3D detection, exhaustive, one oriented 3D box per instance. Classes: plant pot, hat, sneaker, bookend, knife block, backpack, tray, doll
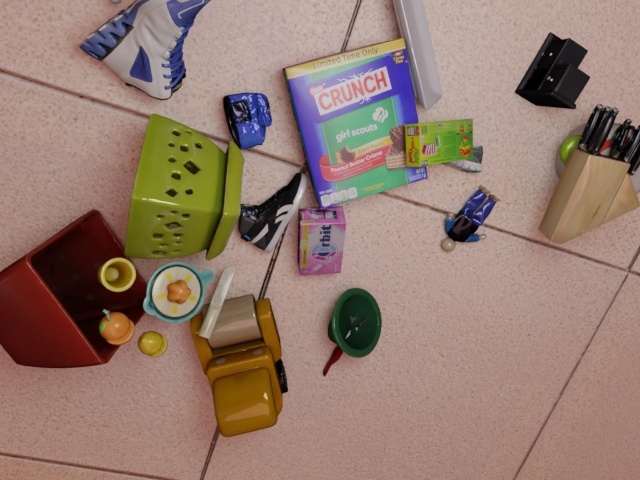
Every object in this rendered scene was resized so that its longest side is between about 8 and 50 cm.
[{"bbox_3d":[-0.585,0.130,1.075,0.235,0.267,0.267,-21,111,13],"label":"plant pot"},{"bbox_3d":[0.043,0.241,1.317,0.173,0.183,0.209,38,58,-25],"label":"hat"},{"bbox_3d":[-0.127,-0.082,1.151,0.121,0.079,0.217,25,105,-16],"label":"sneaker"},{"bbox_3d":[0.330,-0.222,1.189,0.166,0.065,0.076,15,90,-16],"label":"sneaker"},{"bbox_3d":[0.553,-0.392,1.103,0.072,0.157,0.156,24,104,-16],"label":"bookend"},{"bbox_3d":[-0.283,-0.094,1.019,0.207,0.228,0.227,10,146,-19],"label":"plant pot"},{"bbox_3d":[0.602,-0.156,1.092,0.275,0.088,0.242,-29,106,14],"label":"knife block"},{"bbox_3d":[-0.159,-0.268,1.075,0.101,0.098,0.120,-11,109,-8],"label":"backpack"},{"bbox_3d":[-0.316,-0.398,0.973,0.315,0.127,0.182,-15,131,30],"label":"sneaker"},{"bbox_3d":[0.213,-0.434,1.066,0.030,0.145,0.270,-6,114,31],"label":"tray"},{"bbox_3d":[0.387,-0.046,1.256,0.129,0.046,0.189,35,100,-16],"label":"doll"}]

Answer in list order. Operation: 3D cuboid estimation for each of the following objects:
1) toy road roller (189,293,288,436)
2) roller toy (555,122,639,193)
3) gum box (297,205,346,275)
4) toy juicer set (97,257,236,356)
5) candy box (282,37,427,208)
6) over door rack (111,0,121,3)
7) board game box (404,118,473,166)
[{"bbox_3d":[-0.192,0.323,1.194,0.202,0.240,0.330,-13,110,-4],"label":"toy road roller"},{"bbox_3d":[0.701,-0.195,1.197,0.191,0.146,0.209,-25,108,12],"label":"roller toy"},{"bbox_3d":[0.000,0.000,1.168,0.107,0.062,0.188,-3,135,-7],"label":"gum box"},{"bbox_3d":[-0.321,0.151,1.060,0.329,0.089,0.209,6,83,-40],"label":"toy juicer set"},{"bbox_3d":[0.081,-0.265,1.096,0.268,0.122,0.317,-17,109,-4],"label":"candy box"},{"bbox_3d":[-0.336,-0.644,0.901,0.239,0.108,0.324,-13,131,-3],"label":"over door rack"},{"bbox_3d":[0.270,-0.222,1.082,0.181,0.043,0.092,-14,106,-34],"label":"board game box"}]
